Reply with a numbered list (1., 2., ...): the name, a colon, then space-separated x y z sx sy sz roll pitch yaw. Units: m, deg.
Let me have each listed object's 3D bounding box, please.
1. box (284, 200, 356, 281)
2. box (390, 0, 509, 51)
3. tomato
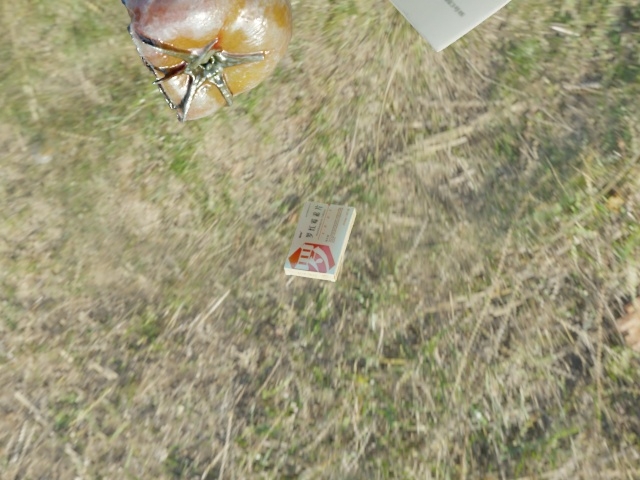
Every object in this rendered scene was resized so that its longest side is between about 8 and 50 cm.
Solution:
1. box: 0.000 0.000 1.288 0.058 0.093 0.015 9 147 14
2. box: 0.179 -0.304 0.770 0.143 0.225 0.341 45 140 -12
3. tomato: -0.109 -0.241 1.248 0.155 0.214 0.181 -16 64 9
